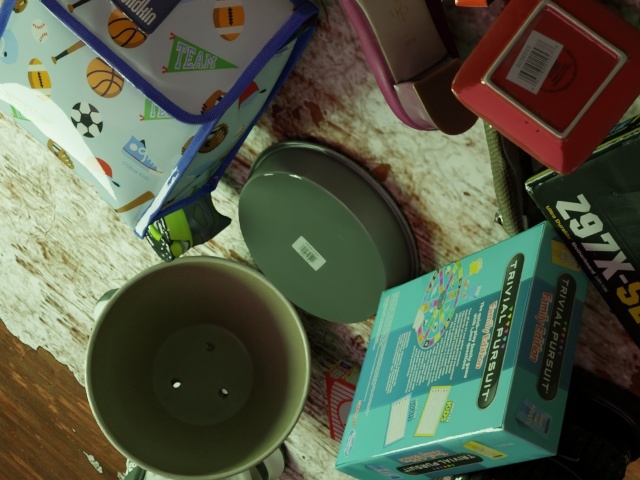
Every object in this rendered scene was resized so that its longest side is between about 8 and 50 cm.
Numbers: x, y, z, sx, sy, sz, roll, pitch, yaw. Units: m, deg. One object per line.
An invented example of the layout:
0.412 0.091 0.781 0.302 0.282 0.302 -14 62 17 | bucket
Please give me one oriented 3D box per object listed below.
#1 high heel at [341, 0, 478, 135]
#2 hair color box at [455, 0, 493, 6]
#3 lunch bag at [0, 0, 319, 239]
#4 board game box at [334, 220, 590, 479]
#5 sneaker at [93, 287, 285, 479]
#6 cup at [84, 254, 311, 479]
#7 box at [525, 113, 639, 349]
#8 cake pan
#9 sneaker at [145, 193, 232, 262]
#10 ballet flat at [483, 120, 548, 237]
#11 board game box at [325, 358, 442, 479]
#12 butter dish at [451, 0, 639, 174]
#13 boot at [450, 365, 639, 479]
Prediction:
0.059 -0.287 1.321 0.181 0.127 0.377 -128 18 -74 | high heel
0.158 -0.316 1.236 0.043 0.072 0.141 11 130 41 | hair color box
-0.217 -0.248 1.517 0.328 0.239 0.385 42 128 2 | lunch bag
0.164 0.147 1.446 0.079 0.253 0.336 28 152 -22 | board game box
-0.284 0.304 2.096 0.447 0.257 0.169 49 144 1 | sneaker
-0.185 0.204 1.899 0.331 0.331 0.237 46 170 4 | cup
0.401 0.012 1.276 0.322 0.079 0.257 54 145 -7 | box
0.000 0.000 1.692 0.293 0.054 0.293 26 139 25 | cake pan
-0.226 -0.122 1.785 0.111 0.121 0.299 -20 88 60 | sneaker
0.209 -0.099 1.378 0.058 0.084 0.249 12 136 36 | ballet flat
0.099 0.279 1.856 0.194 0.045 0.146 23 137 31 | board game box
0.243 -0.168 1.253 0.160 0.118 0.160 39 101 11 | butter dish
0.215 0.249 1.524 0.348 0.260 0.131 19 135 34 | boot
